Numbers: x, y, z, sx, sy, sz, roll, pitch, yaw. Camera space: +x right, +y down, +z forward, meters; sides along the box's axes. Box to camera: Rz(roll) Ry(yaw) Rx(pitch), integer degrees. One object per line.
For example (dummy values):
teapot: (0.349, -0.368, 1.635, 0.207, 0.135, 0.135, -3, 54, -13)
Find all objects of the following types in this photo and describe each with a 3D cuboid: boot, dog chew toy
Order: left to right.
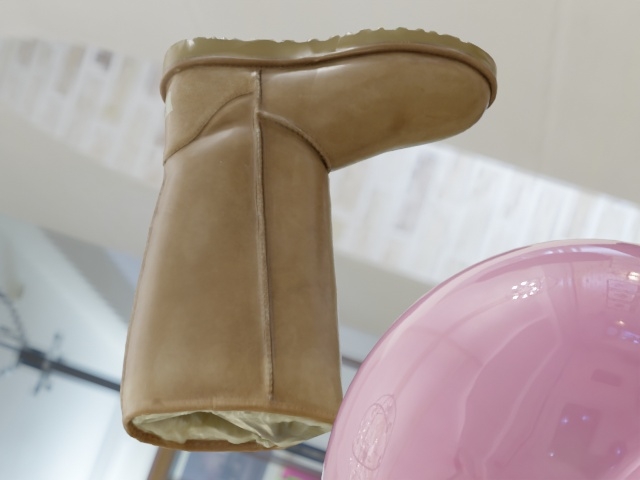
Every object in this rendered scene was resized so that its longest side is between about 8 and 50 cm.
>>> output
boot: (0.000, 0.000, 1.083, 0.089, 0.236, 0.269, 83, -174, -58)
dog chew toy: (0.144, 0.134, 0.609, 0.206, 0.332, 0.206, -16, -58, -27)
